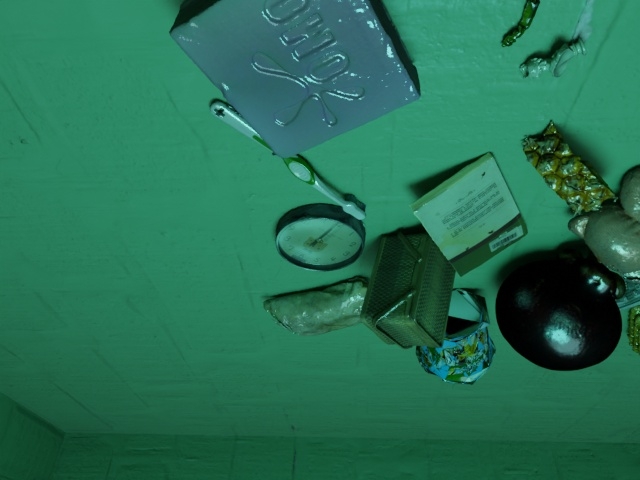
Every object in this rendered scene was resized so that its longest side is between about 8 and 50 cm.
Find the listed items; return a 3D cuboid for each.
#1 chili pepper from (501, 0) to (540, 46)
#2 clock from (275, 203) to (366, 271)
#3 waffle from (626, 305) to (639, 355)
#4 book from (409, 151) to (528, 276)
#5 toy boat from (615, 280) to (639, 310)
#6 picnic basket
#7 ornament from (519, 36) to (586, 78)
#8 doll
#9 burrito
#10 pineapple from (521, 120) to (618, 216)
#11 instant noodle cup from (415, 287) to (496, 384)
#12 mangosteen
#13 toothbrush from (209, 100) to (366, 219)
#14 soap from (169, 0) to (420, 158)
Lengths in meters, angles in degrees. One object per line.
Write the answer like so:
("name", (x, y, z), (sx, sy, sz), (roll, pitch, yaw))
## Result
("chili pepper", (0.315, -0.338, 0.740), (0.027, 0.022, 0.083), (-18, 151, -31))
("clock", (0.000, 0.000, 1.167), (0.226, 0.049, 0.226), (2, 143, 1))
("waffle", (0.974, 0.276, 1.447), (0.046, 0.160, 0.192), (-18, 167, 15))
("book", (0.344, -0.044, 1.061), (0.201, 0.026, 0.289), (-34, 131, 11))
("toy boat", (0.847, 0.134, 1.272), (0.085, 0.078, 0.260), (7, 147, -30))
("picnic basket", (0.216, 0.116, 1.127), (0.139, 0.266, 0.165), (-6, 143, 38))
("ornament", (0.386, -0.295, 0.775), (0.092, 0.041, 0.068), (-13, 164, 1))
("doll", (0.712, -0.065, 1.005), (0.201, 0.156, 0.303), (48, 113, 7))
("burrito", (0.021, 0.207, 1.394), (0.348, 0.107, 0.175), (-15, 126, 18))
("pineapple", (0.500, -0.119, 0.920), (0.233, 0.135, 0.079), (26, 135, -26))
("instant noodle cup", (0.380, 0.265, 1.360), (0.240, 0.240, 0.178), (-8, 131, 12))
("mangosteen", (0.599, 0.173, 1.166), (0.297, 0.296, 0.313), (14, 144, -15))
("toothbrush", (-0.050, -0.153, 0.978), (0.418, 0.040, 0.042), (31, 136, -32))
("soap", (-0.031, -0.298, 0.744), (0.286, 0.107, 0.296), (-19, 136, 29))
